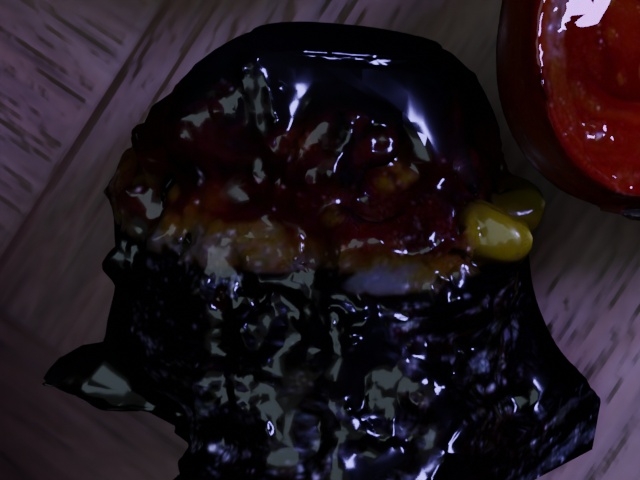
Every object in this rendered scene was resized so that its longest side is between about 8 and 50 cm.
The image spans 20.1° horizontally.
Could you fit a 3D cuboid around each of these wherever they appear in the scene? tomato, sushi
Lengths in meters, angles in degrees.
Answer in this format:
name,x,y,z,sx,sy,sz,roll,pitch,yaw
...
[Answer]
name,x,y,z,sx,sy,sz,roll,pitch,yaw
tomato,0.127,-0.071,0.670,0.159,0.091,0.139,4,89,-22
sushi,0.000,0.000,0.665,0.172,0.153,0.150,19,111,34
